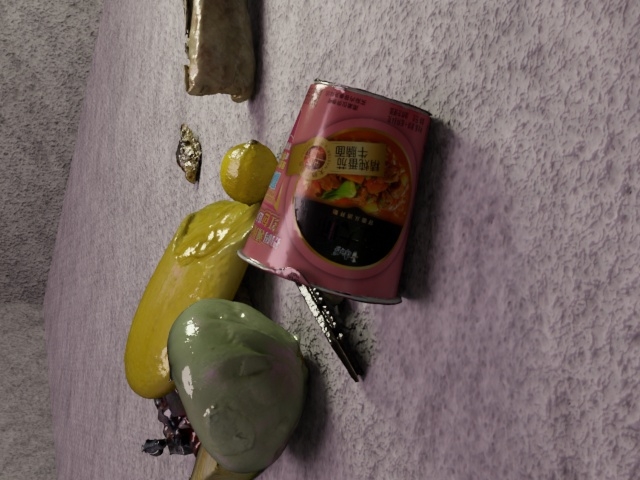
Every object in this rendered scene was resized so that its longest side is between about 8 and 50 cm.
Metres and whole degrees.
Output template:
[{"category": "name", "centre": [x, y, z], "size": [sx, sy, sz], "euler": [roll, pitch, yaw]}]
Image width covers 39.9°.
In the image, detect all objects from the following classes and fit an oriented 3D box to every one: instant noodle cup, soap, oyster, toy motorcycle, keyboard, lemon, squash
[{"category": "instant noodle cup", "centre": [0.030, -0.068, 1.152], "size": [0.244, 0.243, 0.255], "euler": [29, 105, 63]}, {"category": "soap", "centre": [-0.250, 0.095, 1.670], "size": [0.306, 0.115, 0.427], "euler": [5, 67, 55]}, {"category": "oyster", "centre": [-0.320, -0.201, 2.108], "size": [0.148, 0.051, 0.103], "euler": [63, 148, 33]}, {"category": "toy motorcycle", "centre": [-0.282, 0.370, 1.802], "size": [0.401, 0.134, 0.207], "euler": [-43, 65, 52]}, {"category": "keyboard", "centre": [-0.011, 0.087, 1.356], "size": [0.106, 0.027, 0.317], "euler": [60, 179, -38]}, {"category": "lemon", "centre": [-0.130, -0.126, 1.614], "size": [0.109, 0.109, 0.133], "euler": [-123, 37, -53]}, {"category": "squash", "centre": [-0.169, 0.428, 1.603], "size": [0.169, 0.093, 0.252], "euler": [-117, 41, -58]}]

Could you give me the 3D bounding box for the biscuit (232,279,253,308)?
[{"category": "biscuit", "centre": [-0.218, 0.116, 1.836], "size": [0.325, 0.044, 0.217], "euler": [-116, 38, -48]}]

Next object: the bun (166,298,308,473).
[{"category": "bun", "centre": [-0.109, 0.215, 1.402], "size": [0.187, 0.293, 0.293], "euler": [-27, 48, 9]}]

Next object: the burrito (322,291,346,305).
[{"category": "burrito", "centre": [-0.001, -0.001, 1.383], "size": [0.058, 0.063, 0.230], "euler": [-29, 58, 13]}]

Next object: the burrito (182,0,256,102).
[{"category": "burrito", "centre": [-0.205, -0.440, 1.772], "size": [0.107, 0.175, 0.348], "euler": [-12, 71, 33]}]
